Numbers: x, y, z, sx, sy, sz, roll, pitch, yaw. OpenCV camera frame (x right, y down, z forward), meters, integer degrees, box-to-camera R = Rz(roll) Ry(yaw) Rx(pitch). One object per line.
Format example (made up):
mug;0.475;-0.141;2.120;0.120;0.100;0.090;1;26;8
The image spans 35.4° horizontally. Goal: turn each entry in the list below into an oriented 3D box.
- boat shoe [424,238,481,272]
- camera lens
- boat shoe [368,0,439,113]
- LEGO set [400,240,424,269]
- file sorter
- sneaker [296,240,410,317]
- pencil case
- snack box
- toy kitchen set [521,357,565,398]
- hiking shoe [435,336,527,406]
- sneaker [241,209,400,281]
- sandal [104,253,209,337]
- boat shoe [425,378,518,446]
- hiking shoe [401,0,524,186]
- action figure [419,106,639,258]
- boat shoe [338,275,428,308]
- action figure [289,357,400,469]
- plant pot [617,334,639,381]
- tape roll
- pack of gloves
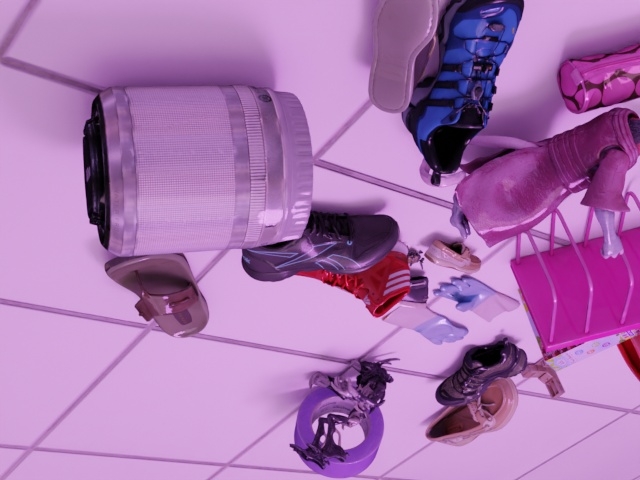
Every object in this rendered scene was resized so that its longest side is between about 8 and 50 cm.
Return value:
boat shoe;0.248;0.026;1.816;0.135;0.050;0.045;10;115;-42
camera lens;-0.167;-0.094;1.322;0.274;0.219;0.219;-4;145;-17
boat shoe;0.112;-0.271;1.318;0.081;0.069;0.228;22;141;7
LEGO set;0.158;0.025;1.807;0.054;0.023;0.083;-24;132;9
file sorter;0.515;0.038;1.806;0.290;0.202;0.182;-14;143;-2
sneaker;0.050;0.064;1.711;0.221;0.128;0.087;-5;145;-6
pencil case;0.457;-0.249;1.464;0.209;0.095;0.098;-16;177;0
snack box;0.512;0.132;1.960;0.207;0.174;0.070;-28;141;19
toy kitchen set;0.525;0.317;2.320;0.083;0.075;0.068;7;140;-36
hiking shoe;0.335;0.281;2.206;0.227;0.086;0.114;-34;129;17
sneaker;0.000;0.000;1.634;0.267;0.101;0.106;-13;144;-4
sandal;-0.256;0.099;1.686;0.120;0.086;0.303;-20;146;7
boat shoe;0.358;0.413;2.368;0.089;0.105;0.285;5;142;-32
hiking shoe;0.210;-0.217;1.372;0.113;0.132;0.304;-3;144;-18
action figure;0.379;-0.132;1.525;0.370;0.248;0.276;-26;119;34
boat shoe;0.112;0.078;1.846;0.206;0.075;0.065;13;95;-28
action figure;0.051;0.327;2.073;0.141;0.276;0.164;41;154;-11
plant pot;0.718;0.186;2.115;0.174;0.191;0.191;-27;145;4
tape roll;0.039;0.409;2.161;0.189;0.189;0.080;-7;145;-13
pack of gloves;0.270;0.158;2.018;0.195;0.046;0.232;-36;141;26
